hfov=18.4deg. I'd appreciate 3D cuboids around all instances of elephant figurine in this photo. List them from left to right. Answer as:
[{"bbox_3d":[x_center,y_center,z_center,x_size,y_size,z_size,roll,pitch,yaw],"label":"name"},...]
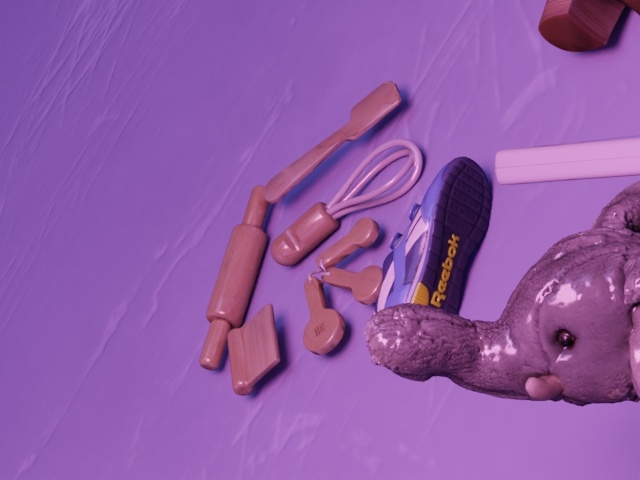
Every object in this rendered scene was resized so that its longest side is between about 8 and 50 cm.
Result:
[{"bbox_3d":[0.181,0.048,1.050,0.169,0.239,0.186,-9,45,53],"label":"elephant figurine"}]

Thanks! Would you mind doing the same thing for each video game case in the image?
[{"bbox_3d":[0.242,-0.056,1.136,0.212,0.193,0.023,-2,94,50],"label":"video game case"}]

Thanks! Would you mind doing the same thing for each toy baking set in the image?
[{"bbox_3d":[-0.005,0.002,1.530,0.197,0.030,0.256,-14,52,41],"label":"toy baking set"}]

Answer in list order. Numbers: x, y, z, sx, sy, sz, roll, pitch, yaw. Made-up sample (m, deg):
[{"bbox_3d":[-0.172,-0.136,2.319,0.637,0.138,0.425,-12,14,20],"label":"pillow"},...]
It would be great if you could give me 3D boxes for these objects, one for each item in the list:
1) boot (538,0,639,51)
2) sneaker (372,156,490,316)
[{"bbox_3d":[0.243,-0.213,1.362,0.197,0.073,0.152,0,58,48],"label":"boot"},{"bbox_3d":[0.076,0.005,1.400,0.059,0.053,0.144,-4,58,52],"label":"sneaker"}]
